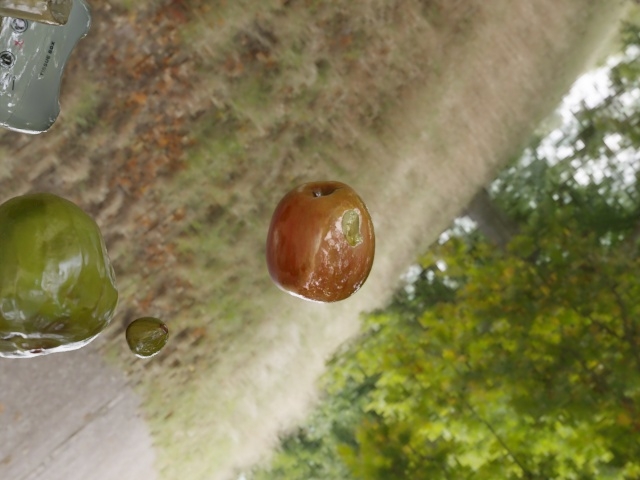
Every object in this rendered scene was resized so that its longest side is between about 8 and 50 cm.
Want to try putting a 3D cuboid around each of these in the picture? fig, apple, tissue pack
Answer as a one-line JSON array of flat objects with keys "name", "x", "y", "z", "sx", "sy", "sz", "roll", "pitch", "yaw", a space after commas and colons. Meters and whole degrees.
[{"name": "fig", "x": -0.310, "y": 0.172, "z": 1.834, "sx": 0.088, "sy": 0.074, "sz": 0.074, "roll": -22, "pitch": -171, "yaw": 31}, {"name": "fig", "x": -0.581, "y": 0.063, "z": 2.061, "sx": 0.343, "sy": 0.343, "sz": 0.343, "roll": -38, "pitch": 180, "yaw": 0}, {"name": "apple", "x": 0.000, "y": 0.000, "z": 2.106, "sx": 0.242, "sy": 0.241, "sz": 0.242, "roll": 0, "pitch": -170, "yaw": 0}, {"name": "tissue pack", "x": -0.650, "y": -0.405, "z": 2.101, "sx": 0.236, "sy": 0.229, "sz": 0.333, "roll": 23, "pitch": 86, "yaw": -52}]

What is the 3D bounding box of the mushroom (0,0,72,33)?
[{"name": "mushroom", "x": -0.422, "y": -0.318, "z": 1.265, "sx": 0.207, "sy": 0.215, "sz": 0.207, "roll": 8, "pitch": 90, "yaw": -89}]
